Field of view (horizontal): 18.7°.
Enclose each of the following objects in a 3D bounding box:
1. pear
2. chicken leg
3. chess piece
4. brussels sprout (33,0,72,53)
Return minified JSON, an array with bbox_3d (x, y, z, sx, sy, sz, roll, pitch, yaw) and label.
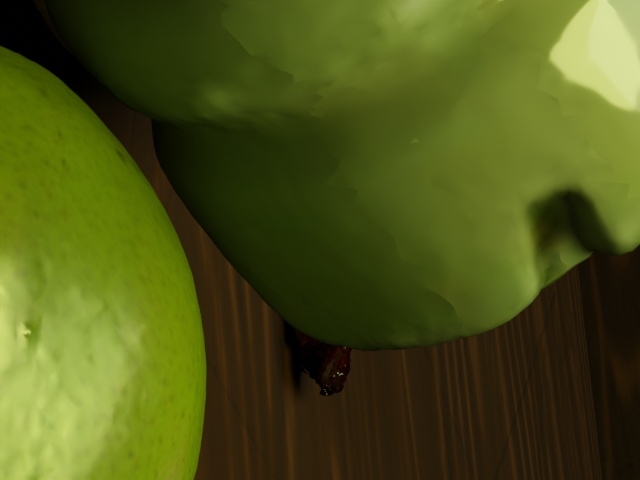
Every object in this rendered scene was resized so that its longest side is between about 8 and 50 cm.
[{"bbox_3d":[-0.120,0.052,0.499,0.187,0.187,0.219,63,29,-50],"label":"pear"},{"bbox_3d":[0.001,-0.001,1.219,0.093,0.053,0.205,107,-13,-70],"label":"chicken leg"},{"bbox_3d":[-0.059,-0.173,0.509,0.442,0.234,0.234,53,27,-26],"label":"chess piece"},{"bbox_3d":[-0.027,-0.197,0.865,0.344,0.268,0.344,32,46,-41],"label":"brussels sprout"}]
